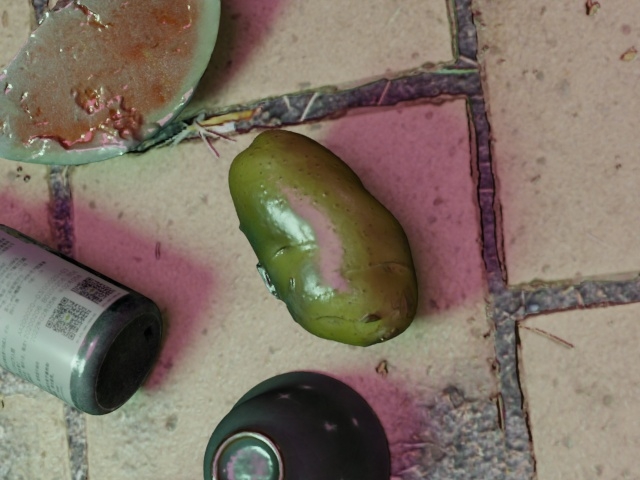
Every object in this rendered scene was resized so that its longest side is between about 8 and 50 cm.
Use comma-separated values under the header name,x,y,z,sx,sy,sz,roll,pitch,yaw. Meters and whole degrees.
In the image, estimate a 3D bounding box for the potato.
name,x,y,z,sx,sy,sz,roll,pitch,yaw
potato,0.000,0.000,1.486,0.143,0.169,0.248,-33,83,-23

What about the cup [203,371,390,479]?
name,x,y,z,sx,sy,sz,roll,pitch,yaw
cup,-0.046,0.229,1.485,0.199,0.150,0.199,-3,82,20

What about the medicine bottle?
name,x,y,z,sx,sy,sz,roll,pitch,yaw
medicine bottle,-0.326,0.071,1.613,0.293,0.141,0.141,25,93,21

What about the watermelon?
name,x,y,z,sx,sy,sz,roll,pitch,yaw
watermelon,-0.253,-0.206,1.598,0.305,0.180,0.224,-49,56,11
